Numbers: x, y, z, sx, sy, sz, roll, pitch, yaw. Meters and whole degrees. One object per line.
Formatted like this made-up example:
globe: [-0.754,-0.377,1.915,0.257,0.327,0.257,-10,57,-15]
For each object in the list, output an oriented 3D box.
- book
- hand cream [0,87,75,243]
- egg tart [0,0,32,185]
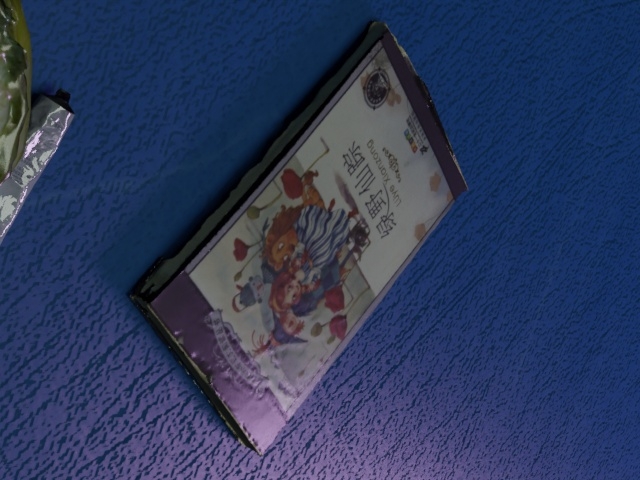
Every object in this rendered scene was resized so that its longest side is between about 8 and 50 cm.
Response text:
book: [0.001,0.000,0.808,0.231,0.026,0.157,-50,136,-20]
hand cream: [-0.147,-0.032,0.644,0.093,0.019,0.030,-57,141,-2]
egg tart: [-0.187,-0.055,0.542,0.197,0.078,0.197,-24,126,-39]
